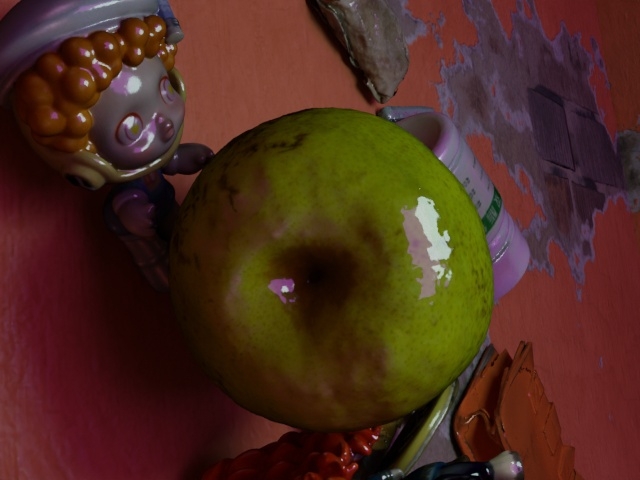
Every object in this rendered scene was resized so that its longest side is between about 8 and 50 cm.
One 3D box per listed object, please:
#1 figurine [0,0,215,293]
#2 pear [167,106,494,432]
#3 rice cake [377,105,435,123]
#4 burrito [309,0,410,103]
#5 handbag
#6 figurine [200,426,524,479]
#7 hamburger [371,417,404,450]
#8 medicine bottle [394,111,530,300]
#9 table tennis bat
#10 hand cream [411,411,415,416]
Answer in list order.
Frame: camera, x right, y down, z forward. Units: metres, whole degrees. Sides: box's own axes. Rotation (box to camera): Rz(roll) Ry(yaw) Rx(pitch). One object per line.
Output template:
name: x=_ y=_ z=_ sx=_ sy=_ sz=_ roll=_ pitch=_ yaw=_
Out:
figurine: x=-0.245 y=-0.098 z=0.875 sx=0.224 sy=0.205 sz=0.382 roll=-40 pitch=132 yaw=-47
pear: x=0.016 y=0.036 z=0.895 sx=0.391 sy=0.391 sz=0.391 roll=20 pitch=64 yaw=-48
rice cake: x=0.178 y=-0.253 z=1.568 sx=0.207 sy=0.033 sz=0.033 roll=-14 pitch=81 yaw=-54
burrito: x=0.064 y=-0.426 z=1.420 sx=0.348 sy=0.107 sz=0.175 roll=56 pitch=28 yaw=-28
handbag: x=0.424 y=0.450 z=1.610 sx=0.303 sy=0.116 sz=0.410 roll=-46 pitch=116 yaw=-52
figurine: x=0.061 y=0.349 z=0.955 sx=0.411 sy=0.306 sz=0.241 roll=5 pitch=70 yaw=-27
hamburger: x=0.053 y=0.220 z=1.206 sx=0.213 sy=0.108 sz=0.214 roll=11 pitch=76 yaw=-49
medicine bottle: x=0.224 y=-0.051 z=1.418 sx=0.325 sy=0.212 sz=0.212 roll=51 pitch=44 yaw=-29
table tennis bat: x=0.106 y=0.356 z=1.192 sx=0.054 sy=0.224 sz=0.369 roll=36 pitch=63 yaw=6
hand cream: x=0.173 y=0.204 z=1.407 sx=0.079 sy=0.048 sz=0.255 roll=8 pitch=74 yaw=-53
